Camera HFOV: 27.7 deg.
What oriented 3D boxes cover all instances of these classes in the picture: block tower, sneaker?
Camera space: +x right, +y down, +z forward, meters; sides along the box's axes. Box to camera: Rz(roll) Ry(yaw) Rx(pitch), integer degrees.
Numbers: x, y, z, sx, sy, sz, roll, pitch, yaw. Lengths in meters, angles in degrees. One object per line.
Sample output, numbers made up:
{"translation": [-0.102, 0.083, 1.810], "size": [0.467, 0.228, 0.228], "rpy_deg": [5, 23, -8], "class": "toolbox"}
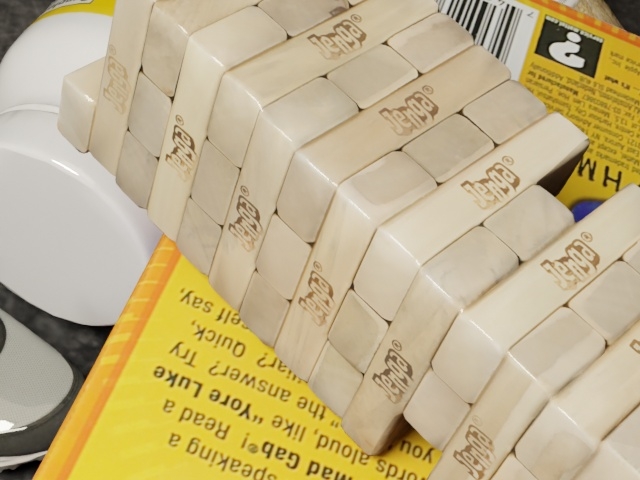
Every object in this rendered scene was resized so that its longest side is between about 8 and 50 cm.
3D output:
{"translation": [0.058, 0.025, 0.410], "size": [0.335, 0.097, 0.091], "rpy_deg": [44, 52, 18], "class": "block tower"}
{"translation": [-0.257, 0.043, 0.749], "size": [0.272, 0.108, 0.100], "rpy_deg": [27, 47, 2], "class": "sneaker"}

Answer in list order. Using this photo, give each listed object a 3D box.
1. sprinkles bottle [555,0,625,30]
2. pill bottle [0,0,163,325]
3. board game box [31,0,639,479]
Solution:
{"translation": [0.129, -0.198, 0.969], "size": [0.355, 0.121, 0.121], "rpy_deg": [52, 49, -13], "class": "sprinkles bottle"}
{"translation": [-0.095, -0.107, 0.870], "size": [0.188, 0.188, 0.334], "rpy_deg": [28, 50, 4], "class": "pill bottle"}
{"translation": [0.072, 0.140, 0.619], "size": [0.357, 0.356, 0.356], "rpy_deg": [23, 49, 0], "class": "board game box"}
